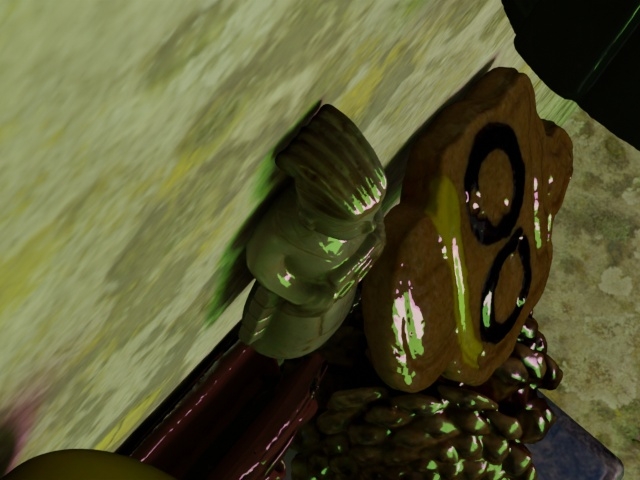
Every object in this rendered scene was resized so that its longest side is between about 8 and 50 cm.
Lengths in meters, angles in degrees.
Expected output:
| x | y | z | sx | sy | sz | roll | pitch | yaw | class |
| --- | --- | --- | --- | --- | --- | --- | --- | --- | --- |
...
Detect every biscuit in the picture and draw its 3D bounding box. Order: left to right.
| x | y | z | sx | sy | sz | roll | pitch | yaw | class |
| --- | --- | --- | --- | --- | --- | --- | --- | --- | --- |
| 0.119 | -0.002 | 0.983 | 0.290 | 0.041 | 0.208 | -43 | 133 | -43 | biscuit |

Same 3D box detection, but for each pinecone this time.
| x | y | z | sx | sy | sz | roll | pitch | yaw | class |
| --- | --- | --- | --- | --- | --- | --- | --- | --- | --- |
| 0.089 | 0.124 | 1.155 | 0.243 | 0.243 | 0.257 | -55 | 175 | 34 | pinecone |

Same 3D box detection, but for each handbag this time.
| x | y | z | sx | sy | sz | roll | pitch | yaw | class |
| --- | --- | --- | --- | --- | --- | --- | --- | --- | --- |
| -0.115 | 0.194 | 0.878 | 0.275 | 0.084 | 0.260 | -47 | 170 | -33 | handbag |

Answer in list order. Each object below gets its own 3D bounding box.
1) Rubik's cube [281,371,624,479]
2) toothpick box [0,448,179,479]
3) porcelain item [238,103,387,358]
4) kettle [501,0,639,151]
| x | y | z | sx | sy | sz | roll | pitch | yaw | class |
| --- | --- | --- | --- | --- | --- | --- | --- | --- | --- |
| 0.059 | 0.269 | 1.379 | 0.313 | 0.318 | 0.316 | -47 | 174 | -22 | Rubik's cube |
| -0.131 | 0.212 | 0.466 | 0.271 | 0.175 | 0.175 | -40 | 168 | -41 | toothpick box |
| 0.000 | 0.000 | 0.663 | 0.084 | 0.054 | 0.213 | -50 | 173 | -19 | porcelain item |
| 0.208 | -0.197 | 0.579 | 0.203 | 0.262 | 0.308 | -95 | -154 | -45 | kettle |
